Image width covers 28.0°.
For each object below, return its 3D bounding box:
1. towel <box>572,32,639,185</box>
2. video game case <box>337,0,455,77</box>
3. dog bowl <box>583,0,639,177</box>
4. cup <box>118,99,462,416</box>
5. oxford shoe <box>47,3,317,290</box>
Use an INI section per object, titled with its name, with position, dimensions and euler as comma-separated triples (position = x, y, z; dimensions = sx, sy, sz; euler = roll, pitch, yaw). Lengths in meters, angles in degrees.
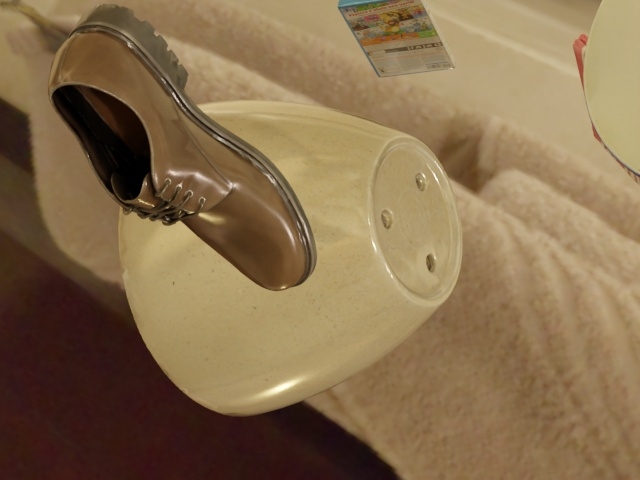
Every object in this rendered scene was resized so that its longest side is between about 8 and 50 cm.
[towel]
position = 0.333, -0.120, 1.359
dimensions = 0.029, 0.197, 0.144
euler = -27, 132, -2
[video game case]
position = 0.109, -0.289, 1.803
dimensions = 0.166, 0.119, 0.015
euler = 52, 41, -52
[dog bowl]
position = 0.356, -0.150, 1.063
dimensions = 0.104, 0.265, 0.265
euler = 21, 99, -44
[cup]
position = 0.000, 0.000, 1.282
dimensions = 0.331, 0.237, 0.331
euler = 21, 63, -51
[oxford shoe]
position = -0.092, -0.036, 0.823
dimensions = 0.227, 0.083, 0.096
euler = 45, 41, -21
